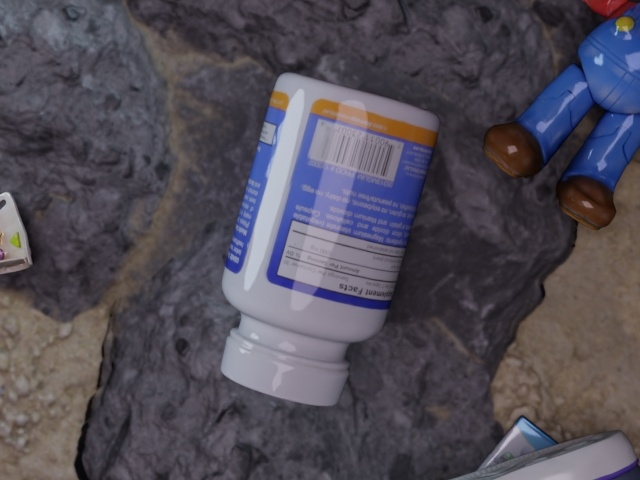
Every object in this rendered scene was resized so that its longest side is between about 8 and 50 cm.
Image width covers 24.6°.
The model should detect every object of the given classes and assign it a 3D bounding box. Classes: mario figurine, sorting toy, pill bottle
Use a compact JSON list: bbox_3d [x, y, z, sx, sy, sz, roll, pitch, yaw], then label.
[{"bbox_3d":[0.272,-0.172,1.246,0.198,0.170,0.320,25,105,-30],"label":"mario figurine"},{"bbox_3d":[-0.310,-0.006,1.385,0.083,0.045,0.075,-10,85,7],"label":"sorting toy"},{"bbox_3d":[0.000,0.000,1.297,0.152,0.152,0.272,16,95,5],"label":"pill bottle"}]

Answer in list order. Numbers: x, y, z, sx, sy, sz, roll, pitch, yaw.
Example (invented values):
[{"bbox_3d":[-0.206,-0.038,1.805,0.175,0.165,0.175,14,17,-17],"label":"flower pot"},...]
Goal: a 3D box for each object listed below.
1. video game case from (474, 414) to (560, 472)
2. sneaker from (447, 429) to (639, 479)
[{"bbox_3d":[0.181,0.262,1.360,0.119,0.015,0.166,38,96,3],"label":"video game case"},{"bbox_3d":[0.165,0.324,1.291,0.322,0.130,0.236,-20,87,1],"label":"sneaker"}]
